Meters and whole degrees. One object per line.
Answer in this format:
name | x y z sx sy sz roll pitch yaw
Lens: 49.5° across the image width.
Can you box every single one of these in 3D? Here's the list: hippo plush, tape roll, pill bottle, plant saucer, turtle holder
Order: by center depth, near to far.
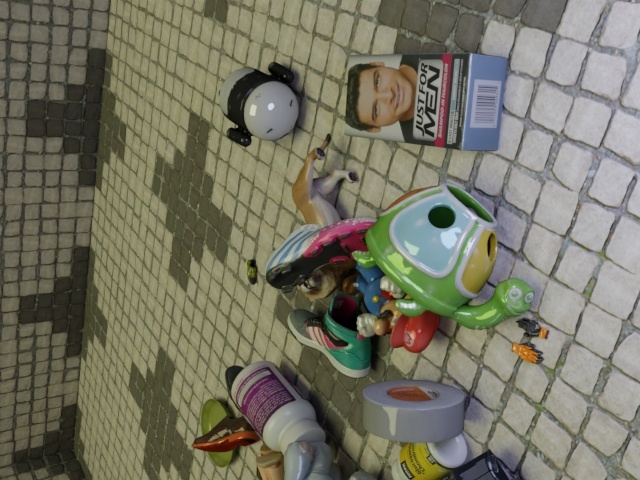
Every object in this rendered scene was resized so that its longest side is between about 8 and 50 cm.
turtle holder | 0.243 0.031 1.373 0.227 0.243 0.320 -53 42 22
tape roll | 0.198 0.361 1.488 0.219 0.219 0.072 7 99 54
pill bottle | 0.236 0.487 1.548 0.184 0.103 0.103 -54 52 42
hippo plush | 0.024 0.618 1.741 0.236 0.294 0.234 -16 76 38
pill bottle | -0.118 0.492 1.985 0.301 0.169 0.169 40 125 46
plant saucer | -0.353 0.674 2.447 0.241 0.037 0.241 10 102 54

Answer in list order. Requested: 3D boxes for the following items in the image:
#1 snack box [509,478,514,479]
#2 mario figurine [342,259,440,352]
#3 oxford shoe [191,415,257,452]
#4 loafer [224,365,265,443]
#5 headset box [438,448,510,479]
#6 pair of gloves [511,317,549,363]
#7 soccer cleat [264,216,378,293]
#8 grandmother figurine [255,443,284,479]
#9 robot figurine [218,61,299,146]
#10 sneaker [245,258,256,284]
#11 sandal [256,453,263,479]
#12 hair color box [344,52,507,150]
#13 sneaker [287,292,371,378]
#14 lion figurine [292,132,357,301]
snack box | 0.356 0.555 1.444 0.141 0.037 0.100 -33 69 51
mario figurine | 0.131 0.146 1.581 0.170 0.198 0.320 -47 40 1
oxford shoe | -0.317 0.642 2.313 0.271 0.097 0.098 -20 54 27
loafer | -0.221 0.525 2.193 0.302 0.109 0.095 45 132 38
headset box | 0.309 0.605 1.374 0.283 0.131 0.246 58 138 23
pair of gloves | 0.407 0.196 1.354 0.074 0.010 0.083 25 113 51
soccer cleat | 0.000 0.000 1.626 0.331 0.116 0.143 -26 43 25
grandmother figurine | -0.108 0.763 2.020 0.104 0.208 0.342 -9 101 16
robot figurine | -0.176 -0.386 1.965 0.278 0.173 0.209 37 134 46
sneaker | -0.218 0.099 2.195 0.035 0.031 0.083 -28 71 52
sandal | -0.150 0.744 2.136 0.060 0.090 0.219 8 100 37
hair color box | 0.209 -0.300 1.483 0.374 0.114 0.185 19 109 53
sneaker | 0.025 0.206 1.787 0.295 0.124 0.178 31 124 40
lion figurine | 0.002 -0.054 1.793 0.240 0.142 0.392 -32 62 49
